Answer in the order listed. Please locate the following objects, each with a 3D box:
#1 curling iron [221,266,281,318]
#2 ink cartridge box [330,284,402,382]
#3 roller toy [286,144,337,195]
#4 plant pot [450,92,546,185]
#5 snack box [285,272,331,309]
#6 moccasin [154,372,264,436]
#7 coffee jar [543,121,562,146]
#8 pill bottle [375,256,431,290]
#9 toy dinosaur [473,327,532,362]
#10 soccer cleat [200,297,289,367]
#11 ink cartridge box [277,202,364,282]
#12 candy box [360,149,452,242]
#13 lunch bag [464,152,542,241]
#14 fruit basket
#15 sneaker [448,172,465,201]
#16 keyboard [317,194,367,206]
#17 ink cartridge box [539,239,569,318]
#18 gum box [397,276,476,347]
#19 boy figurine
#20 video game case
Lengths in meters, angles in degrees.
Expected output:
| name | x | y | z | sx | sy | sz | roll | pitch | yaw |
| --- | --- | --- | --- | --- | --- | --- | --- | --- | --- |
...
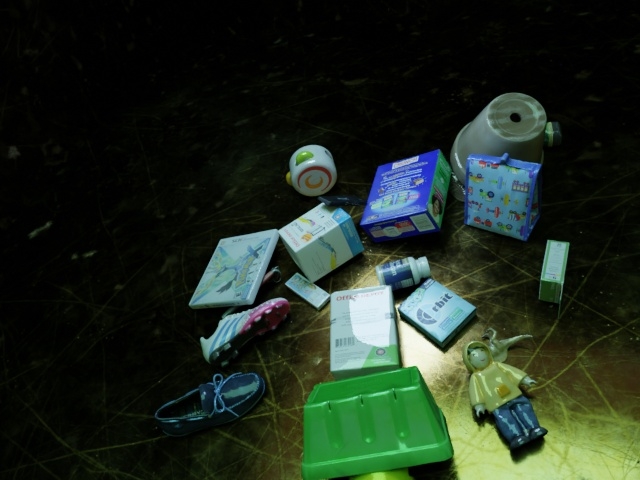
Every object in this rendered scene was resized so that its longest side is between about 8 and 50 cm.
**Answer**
| name | x | y | z | sx | sy | sz | roll | pitch | yaw |
| --- | --- | --- | --- | --- | --- | --- | --- | --- | --- |
| curling iron | -0.249 | 0.196 | 1.701 | 0.274 | 0.068 | 0.035 | -41 | 50 | -9 |
| ink cartridge box | 0.137 | 0.288 | 1.425 | 0.199 | 0.114 | 0.272 | -9 | 48 | 13 |
| roller toy | -0.034 | -0.296 | 1.962 | 0.191 | 0.209 | 0.146 | 8 | 44 | -19 |
| plant pot | 0.643 | -0.349 | 1.620 | 0.323 | 0.280 | 0.323 | -1 | 70 | 4 |
| snack box | -0.046 | 0.179 | 1.657 | 0.064 | 0.022 | 0.178 | -43 | 49 | -20 |
| moccasin | -0.337 | 0.501 | 1.415 | 0.342 | 0.116 | 0.137 | -28 | 46 | -4 |
| coffee jar | 0.833 | -0.406 | 1.804 | 0.185 | 0.079 | 0.096 | -2 | 49 | 21 |
| pill bottle | 0.276 | 0.109 | 1.547 | 0.170 | 0.094 | 0.094 | -16 | 46 | 7 |
| toy dinosaur | 0.503 | 0.302 | 1.331 | 0.183 | 0.053 | 0.092 | -34 | 61 | 0 |
| soccer cleat | -0.265 | 0.282 | 1.584 | 0.331 | 0.116 | 0.143 | -36 | 47 | -12 |
| ink cartridge box | 0.000 | 0.000 | 1.684 | 0.233 | 0.168 | 0.171 | -33 | 38 | -9 |
| candy box | 0.319 | -0.164 | 1.713 | 0.268 | 0.122 | 0.317 | -11 | 45 | 37 |
| lunch bag | 0.596 | -0.163 | 1.529 | 0.221 | 0.293 | 0.138 | 20 | 60 | 33 |
| fruit basket | 0.146 | 0.539 | 1.155 | 0.392 | 0.283 | 0.391 | 0 | 92 | 9 |
| sneaker | 0.515 | -0.211 | 1.757 | 0.066 | 0.071 | 0.188 | -34 | 46 | -11 |
| keyboard | 0.089 | -0.139 | 1.682 | 0.180 | 0.023 | 0.108 | -7 | 24 | -38 |
| ink cartridge box | 0.688 | 0.113 | 1.376 | 0.062 | 0.109 | 0.209 | 8 | 54 | 27 |
| gum box | 0.361 | 0.220 | 1.452 | 0.157 | 0.041 | 0.184 | -40 | 49 | -16 |
| boy figurine | 0.470 | 0.385 | 1.212 | 0.177 | 0.092 | 0.285 | -23 | 56 | 0 |
| video game case | -0.326 | 0.108 | 1.773 | 0.300 | 0.036 | 0.329 | -9 | 46 | 32 |
